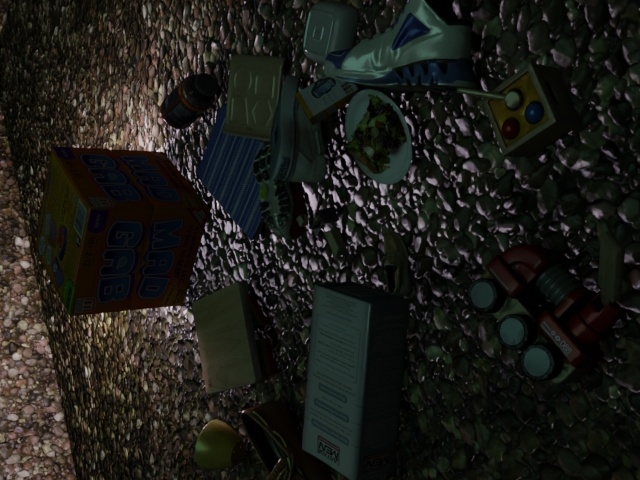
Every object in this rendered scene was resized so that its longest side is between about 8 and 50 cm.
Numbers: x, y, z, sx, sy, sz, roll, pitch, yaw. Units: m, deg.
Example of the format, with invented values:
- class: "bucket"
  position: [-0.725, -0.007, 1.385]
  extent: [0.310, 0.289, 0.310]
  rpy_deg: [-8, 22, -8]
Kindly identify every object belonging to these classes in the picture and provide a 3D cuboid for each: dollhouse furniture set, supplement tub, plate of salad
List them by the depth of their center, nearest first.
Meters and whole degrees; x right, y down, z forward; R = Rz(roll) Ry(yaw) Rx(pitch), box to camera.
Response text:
- class: "plate of salad"
  position: [0.108, -0.205, 1.480]
  extent: [0.200, 0.048, 0.199]
  rpy_deg: [34, 136, 42]
- class: "dollhouse furniture set"
  position: [0.000, 0.000, 1.648]
  extent: [0.114, 0.091, 0.081]
  rpy_deg: [65, 152, 22]
- class: "supplement tub"
  position: [-0.367, -0.397, 2.063]
  extent: [0.198, 0.106, 0.106]
  rpy_deg: [-25, 72, 50]

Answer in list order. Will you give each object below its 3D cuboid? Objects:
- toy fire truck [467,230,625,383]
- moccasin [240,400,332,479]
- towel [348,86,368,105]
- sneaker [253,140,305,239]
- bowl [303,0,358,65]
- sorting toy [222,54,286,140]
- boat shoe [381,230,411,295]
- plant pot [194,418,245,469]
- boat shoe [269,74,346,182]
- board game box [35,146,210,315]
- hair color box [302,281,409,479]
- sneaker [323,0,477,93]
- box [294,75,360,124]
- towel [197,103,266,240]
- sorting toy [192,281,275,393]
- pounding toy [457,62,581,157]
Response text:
- class: "toy fire truck"
  position: [0.371, 0.072, 1.129]
  extent: [0.246, 0.159, 0.217]
  rpy_deg: [-52, 51, 25]
- class: "moccasin"
  position: [-0.075, 0.544, 1.708]
  extent: [0.139, 0.147, 0.380]
  rpy_deg: [-56, 51, 37]
- class: "towel"
  position: [0.094, -0.332, 1.540]
  extent: [0.119, 0.029, 0.067]
  rpy_deg: [-39, 61, 46]
- class: "sneaker"
  position: [-0.087, -0.123, 1.726]
  extent: [0.107, 0.118, 0.278]
  rpy_deg: [-15, 58, 23]
- class: "bowl"
  position: [0.014, -0.456, 1.617]
  extent: [0.142, 0.053, 0.141]
  rpy_deg: [32, 118, 45]
- class: "sorting toy"
  position: [-0.165, -0.363, 1.850]
  extent: [0.193, 0.038, 0.208]
  rpy_deg: [16, 100, 40]
- class: "boat shoe"
  position: [0.148, 0.047, 1.477]
  extent: [0.050, 0.045, 0.135]
  rpy_deg: [-26, 72, 49]
- class: "plant pot"
  position: [-0.262, 0.564, 1.982]
  extent: [0.095, 0.134, 0.134]
  rpy_deg: [10, 101, 27]
- class: "boat shoe"
  position: [-0.022, -0.244, 1.617]
  extent: [0.367, 0.157, 0.135]
  rpy_deg: [-94, 21, -54]
- class: "board game box"
  position: [-0.601, -0.036, 2.179]
  extent: [0.356, 0.356, 0.356]
  rpy_deg: [46, 126, 40]
- class: "hair color box"
  position: [0.070, 0.289, 1.538]
  extent: [0.185, 0.114, 0.374]
  rpy_deg: [15, 103, 51]
- class: "sneaker"
  position: [0.166, -0.375, 1.378]
  extent: [0.316, 0.127, 0.182]
  rpy_deg: [12, 96, 40]
- class: "box"
  position: [0.022, -0.310, 1.539]
  extent: [0.136, 0.028, 0.081]
  rpy_deg: [-29, 57, 3]
- class: "towel"
  position: [-0.213, -0.186, 1.944]
  extent: [0.336, 0.040, 0.243]
  rpy_deg: [47, 125, 38]
- class: "sorting toy"
  position: [-0.224, 0.258, 1.930]
  extent: [0.257, 0.089, 0.255]
  rpy_deg: [-25, 72, 50]
- class: "pounding toy"
  position: [0.321, -0.220, 1.197]
  extent: [0.130, 0.100, 0.141]
  rpy_deg: [-36, 64, 46]
